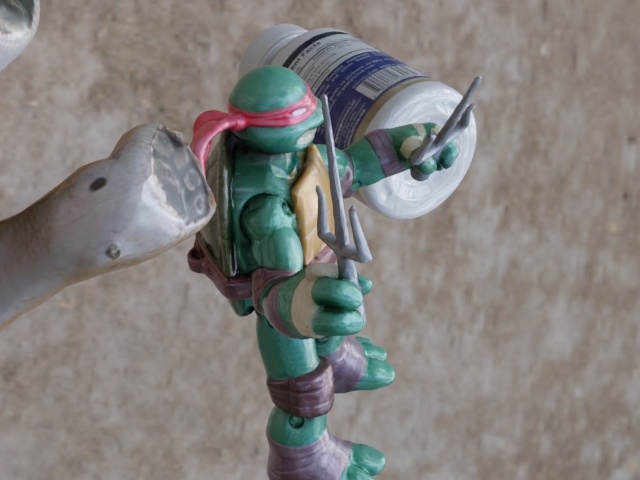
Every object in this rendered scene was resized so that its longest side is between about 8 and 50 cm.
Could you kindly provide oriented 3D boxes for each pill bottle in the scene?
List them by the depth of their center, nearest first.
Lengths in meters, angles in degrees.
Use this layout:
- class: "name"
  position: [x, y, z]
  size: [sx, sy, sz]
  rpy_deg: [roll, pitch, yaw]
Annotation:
- class: "pill bottle"
  position: [0.018, -0.088, 0.970]
  size: [0.094, 0.169, 0.094]
  rpy_deg: [-20, 126, -30]

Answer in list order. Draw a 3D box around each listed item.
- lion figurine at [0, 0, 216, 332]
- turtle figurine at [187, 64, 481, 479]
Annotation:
- class: "lion figurine"
  position: [-0.149, 0.076, 0.361]
  size: [0.142, 0.240, 0.392]
  rpy_deg: [45, 32, -38]
- class: "turtle figurine"
  position: [0.000, 0.000, 0.653]
  size: [0.175, 0.118, 0.234]
  rpy_deg: [-55, 151, -45]
